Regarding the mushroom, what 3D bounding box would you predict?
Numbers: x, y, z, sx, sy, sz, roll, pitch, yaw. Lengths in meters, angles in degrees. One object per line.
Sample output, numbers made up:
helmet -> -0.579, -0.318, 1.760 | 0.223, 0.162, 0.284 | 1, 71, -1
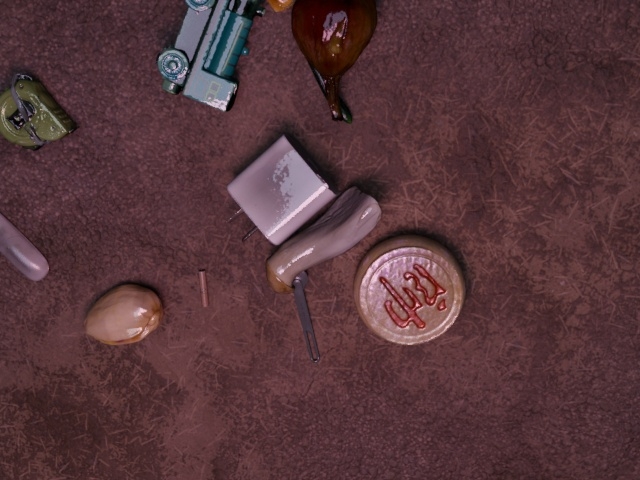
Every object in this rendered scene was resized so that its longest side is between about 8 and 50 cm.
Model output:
mushroom -> 0.000, 0.000, 1.808 | 0.329, 0.159, 0.122 | -37, 81, 9

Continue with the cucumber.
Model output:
cucumber -> 0.019, -0.346, 1.782 | 0.033, 0.036, 0.184 | -22, 105, 36

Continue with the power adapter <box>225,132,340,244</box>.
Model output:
power adapter -> -0.108, -0.099, 1.805 | 0.255, 0.124, 0.187 | -41, 88, 13

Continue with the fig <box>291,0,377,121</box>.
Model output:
fig -> 0.048, -0.414, 1.681 | 0.191, 0.190, 0.290 | -15, 96, 7

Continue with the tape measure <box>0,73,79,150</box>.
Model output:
tape measure -> -0.683, -0.292, 1.814 | 0.154, 0.087, 0.177 | -34, 99, 12

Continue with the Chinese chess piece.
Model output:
Chinese chess piece -> 0.212, 0.118, 1.860 | 0.270, 0.112, 0.269 | 1, 106, 2

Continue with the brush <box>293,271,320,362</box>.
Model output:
brush -> -0.041, 0.187, 1.942 | 0.062, 0.027, 0.266 | -10, 108, 7

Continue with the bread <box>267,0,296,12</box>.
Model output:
bread -> -0.096, -0.564, 1.720 | 0.072, 0.053, 0.106 | -33, 96, 8

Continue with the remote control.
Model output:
remote control -> -0.772, 0.012, 1.925 | 0.073, 0.044, 0.229 | -40, 100, 15

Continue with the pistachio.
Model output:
pistachio -> -0.484, 0.185, 1.925 | 0.201, 0.117, 0.145 | -19, 65, 16

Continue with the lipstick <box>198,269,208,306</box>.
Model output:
lipstick -> -0.293, 0.119, 1.938 | 0.019, 0.019, 0.094 | -3, 105, 4

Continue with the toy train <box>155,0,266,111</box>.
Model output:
toy train -> -0.242, -0.450, 1.732 | 0.194, 0.120, 0.298 | 22, 106, -10
